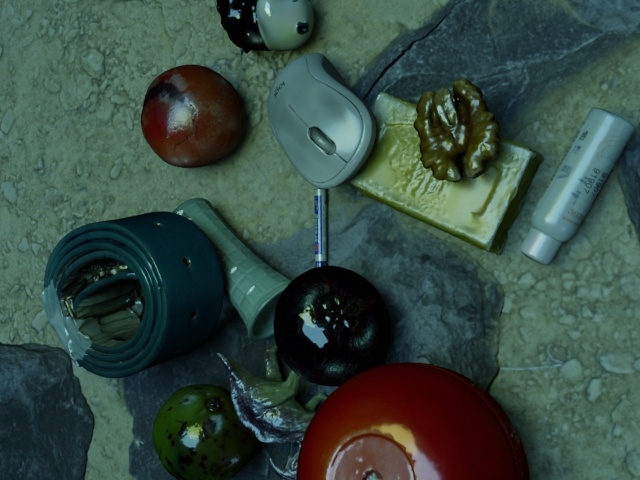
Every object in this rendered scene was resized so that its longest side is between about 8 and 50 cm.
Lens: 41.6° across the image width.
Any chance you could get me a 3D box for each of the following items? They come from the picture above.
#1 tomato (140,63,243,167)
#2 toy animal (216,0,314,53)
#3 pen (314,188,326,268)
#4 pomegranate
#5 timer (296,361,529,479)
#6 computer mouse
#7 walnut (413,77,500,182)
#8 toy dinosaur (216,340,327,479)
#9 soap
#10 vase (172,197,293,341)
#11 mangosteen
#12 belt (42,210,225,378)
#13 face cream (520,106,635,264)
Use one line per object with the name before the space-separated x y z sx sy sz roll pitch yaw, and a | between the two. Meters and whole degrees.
tomato | -0.261 -0.248 1.681 0.208 0.184 0.208 -2 85 24
toy animal | -0.099 -0.440 1.650 0.179 0.166 0.138 -3 112 15
pen | 0.000 0.000 1.618 0.025 0.025 0.204 -3 83 26
pomegranate | -0.229 0.389 1.618 0.202 0.202 0.248 42 133 23
timer | 0.142 0.387 1.362 0.377 0.279 0.378 -7 76 31
computer mouse | -0.013 -0.234 1.547 0.184 0.121 0.297 -47 43 25
walnut | 0.231 -0.179 1.404 0.142 0.069 0.170 -16 76 25
toy dinosaur | -0.068 0.306 1.559 0.162 0.077 0.294 -32 68 -17
soap | 0.210 -0.125 1.495 0.315 0.091 0.199 28 96 25
vase | -0.175 0.046 1.643 0.299 0.143 0.143 44 104 27
mangosteen | 0.020 0.161 1.507 0.216 0.216 0.216 -3 84 26
belt | -0.377 0.107 1.652 0.436 0.173 0.300 -18 87 47
face cream | 0.418 -0.084 1.393 0.082 0.082 0.269 31 99 25
